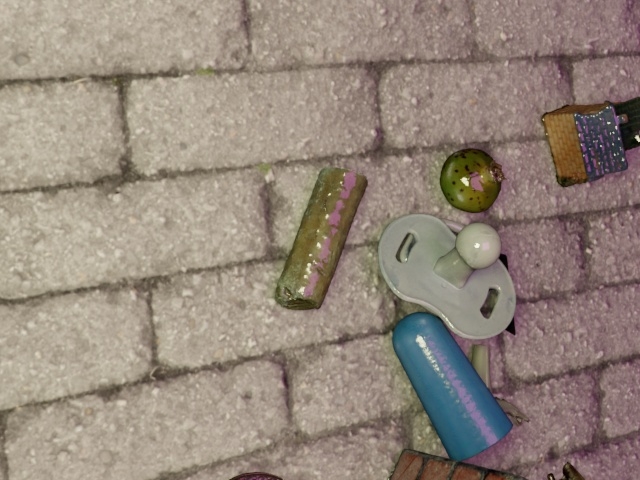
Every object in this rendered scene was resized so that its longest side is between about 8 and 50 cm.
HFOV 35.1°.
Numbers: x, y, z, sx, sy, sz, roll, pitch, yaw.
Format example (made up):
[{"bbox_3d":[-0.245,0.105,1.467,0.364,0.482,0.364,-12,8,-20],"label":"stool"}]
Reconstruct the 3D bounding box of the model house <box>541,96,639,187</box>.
[{"bbox_3d":[0.586,-0.212,2.062,0.183,0.172,0.166,-23,100,-29],"label":"model house"}]

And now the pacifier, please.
[{"bbox_3d":[0.257,0.036,1.827,0.287,0.226,0.238,37,56,-3],"label":"pacifier"}]

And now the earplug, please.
[{"bbox_3d":[0.228,0.256,1.862,0.132,0.132,0.273,-29,87,-27],"label":"earplug"}]

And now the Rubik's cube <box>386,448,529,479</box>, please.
[{"bbox_3d":[0.294,0.604,1.794,0.337,0.344,0.344,33,75,-27],"label":"Rubik's cube"}]

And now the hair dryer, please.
[{"bbox_3d":[0.352,0.289,2.002,0.199,0.067,0.167,3,83,-41],"label":"hair dryer"}]

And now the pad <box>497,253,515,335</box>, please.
[{"bbox_3d":[0.358,0.102,1.969,0.003,0.112,0.157,-8,94,-3],"label":"pad"}]

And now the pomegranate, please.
[{"bbox_3d":[0.291,-0.116,1.917,0.130,0.130,0.130,0,90,-30],"label":"pomegranate"}]

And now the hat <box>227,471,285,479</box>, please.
[{"bbox_3d":[-0.108,0.498,1.718,0.193,0.082,0.193,12,49,-14],"label":"hat"}]

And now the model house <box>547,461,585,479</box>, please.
[{"bbox_3d":[0.384,0.475,1.603,0.164,0.141,0.203,-28,79,-6],"label":"model house"}]

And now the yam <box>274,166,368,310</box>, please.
[{"bbox_3d":[0.000,0.000,1.766,0.093,0.093,0.259,26,78,-28],"label":"yam"}]
